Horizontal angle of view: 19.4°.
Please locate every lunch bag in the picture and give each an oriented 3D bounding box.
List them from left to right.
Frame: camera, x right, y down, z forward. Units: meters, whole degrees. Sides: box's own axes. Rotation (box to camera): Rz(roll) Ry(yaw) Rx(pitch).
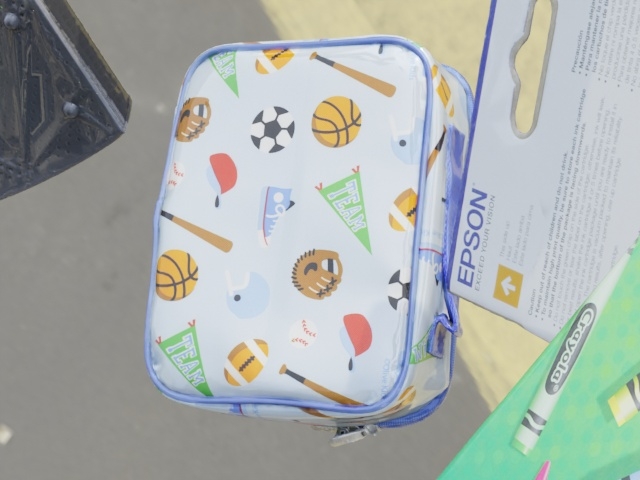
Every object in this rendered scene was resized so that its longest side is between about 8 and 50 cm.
[{"bbox_3d":[0.000,0.000,1.403,0.243,0.115,0.303,1,80,23],"label":"lunch bag"}]

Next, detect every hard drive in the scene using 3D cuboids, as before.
[{"bbox_3d":[-0.276,-0.121,1.519,0.255,0.172,0.054,-20,20,38],"label":"hard drive"}]

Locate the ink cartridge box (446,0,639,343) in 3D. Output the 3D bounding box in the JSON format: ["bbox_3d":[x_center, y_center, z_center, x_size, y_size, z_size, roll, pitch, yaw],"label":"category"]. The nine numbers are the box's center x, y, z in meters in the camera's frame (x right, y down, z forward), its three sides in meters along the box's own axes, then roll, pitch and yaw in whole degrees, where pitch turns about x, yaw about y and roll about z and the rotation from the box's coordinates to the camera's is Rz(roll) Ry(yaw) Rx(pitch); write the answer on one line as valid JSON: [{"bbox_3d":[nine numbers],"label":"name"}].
[{"bbox_3d":[0.222,-0.071,1.052,0.330,0.071,0.324,28,115,49],"label":"ink cartridge box"}]

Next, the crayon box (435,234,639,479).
[{"bbox_3d":[0.163,0.058,0.619,0.278,0.165,0.081,-53,39,21],"label":"crayon box"}]
